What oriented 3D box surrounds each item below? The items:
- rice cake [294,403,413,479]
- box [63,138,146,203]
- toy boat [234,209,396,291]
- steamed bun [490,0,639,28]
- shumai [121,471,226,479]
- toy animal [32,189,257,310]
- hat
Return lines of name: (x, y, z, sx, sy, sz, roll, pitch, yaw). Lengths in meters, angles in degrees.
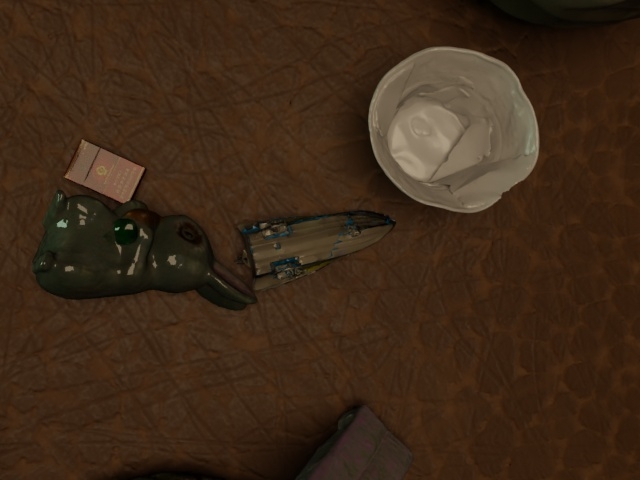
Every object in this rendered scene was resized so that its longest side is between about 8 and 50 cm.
rice cake: (0.015, 0.292, 0.812, 0.050, 0.298, 0.106, -35, 93, 32)
box: (-0.254, -0.080, 0.874, 0.082, 0.023, 0.051, 25, 86, -9)
toy boat: (0.000, 0.000, 0.901, 0.210, 0.066, 0.084, -13, 83, -20)
steamed bun: (0.316, -0.398, 0.847, 0.342, 0.255, 0.367, -40, 68, 11)
shumai: (-0.145, 0.446, 0.745, 0.395, 0.348, 0.394, 0, 87, -7)
toy animal: (-0.194, 0.021, 0.852, 0.251, 0.127, 0.125, 13, 96, -26)
hat: (0.143, -0.126, 0.885, 0.203, 0.126, 0.203, 0, 92, -9)
